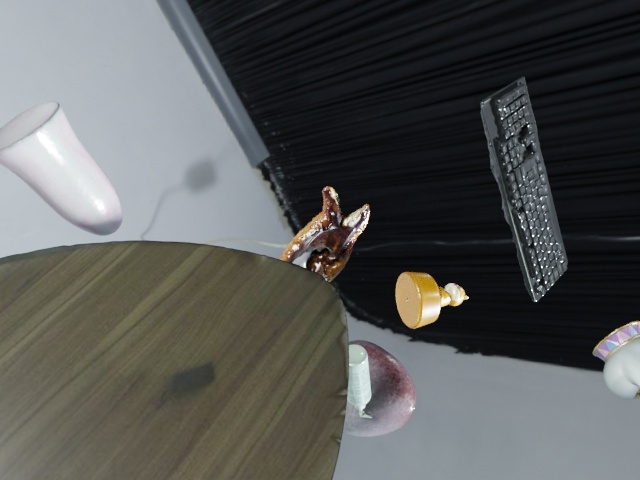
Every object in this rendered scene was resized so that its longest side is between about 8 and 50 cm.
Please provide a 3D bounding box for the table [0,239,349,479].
[{"bbox_3d":[-0.160,0.171,0.431,0.317,0.317,0.249,-59,172,-37],"label":"table"}]

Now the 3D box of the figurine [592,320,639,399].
[{"bbox_3d":[0.591,0.269,0.872,0.189,0.142,0.264,16,34,-43],"label":"figurine"}]

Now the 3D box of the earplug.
[{"bbox_3d":[-0.545,-0.127,1.135,0.172,0.172,0.301,-62,141,-34],"label":"earplug"}]

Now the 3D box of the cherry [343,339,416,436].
[{"bbox_3d":[0.100,0.348,1.224,0.183,0.265,0.214,22,87,-55],"label":"cherry"}]

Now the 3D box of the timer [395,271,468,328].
[{"bbox_3d":[0.272,0.132,1.228,0.152,0.132,0.132,-5,92,-16],"label":"timer"}]

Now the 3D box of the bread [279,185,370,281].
[{"bbox_3d":[0.005,0.006,1.198,0.139,0.095,0.269,28,105,-15],"label":"bread"}]

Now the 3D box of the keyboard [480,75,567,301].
[{"bbox_3d":[0.191,-0.043,0.472,0.074,0.015,0.197,-32,112,-27],"label":"keyboard"}]

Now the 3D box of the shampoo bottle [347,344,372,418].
[{"bbox_3d":[0.075,0.299,1.068,0.056,0.056,0.195,-49,143,-43],"label":"shampoo bottle"}]
